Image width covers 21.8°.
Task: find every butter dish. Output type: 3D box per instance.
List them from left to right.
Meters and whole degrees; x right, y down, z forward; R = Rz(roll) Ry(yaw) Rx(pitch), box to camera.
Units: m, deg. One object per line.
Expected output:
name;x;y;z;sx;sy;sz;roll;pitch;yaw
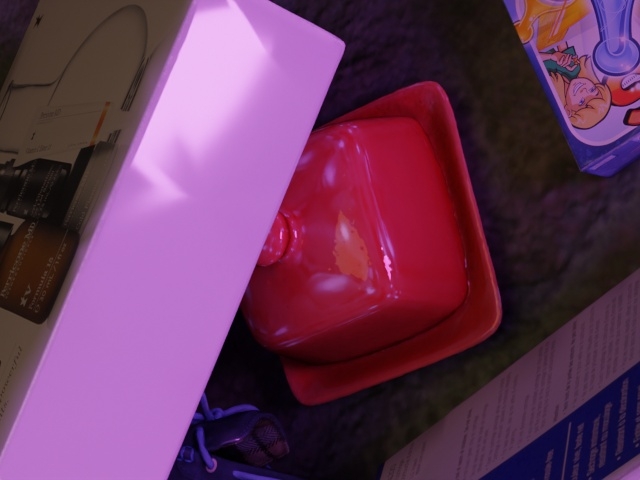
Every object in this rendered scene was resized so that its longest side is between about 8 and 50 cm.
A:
butter dish;0.000;0.000;0.938;0.160;0.118;0.160;-24;71;35

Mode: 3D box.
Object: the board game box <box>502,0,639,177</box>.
board game box;0.193;-0.140;0.849;0.201;0.035;0.136;-35;65;31

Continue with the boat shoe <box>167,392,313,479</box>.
boat shoe;-0.043;0.140;0.987;0.258;0.109;0.089;21;93;21

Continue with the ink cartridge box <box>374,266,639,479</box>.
ink cartridge box;0.156;0.077;0.774;0.069;0.176;0.371;44;119;-13

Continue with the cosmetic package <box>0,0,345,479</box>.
cosmetic package;-0.153;0.039;0.954;0.284;0.097;0.377;10;76;65
